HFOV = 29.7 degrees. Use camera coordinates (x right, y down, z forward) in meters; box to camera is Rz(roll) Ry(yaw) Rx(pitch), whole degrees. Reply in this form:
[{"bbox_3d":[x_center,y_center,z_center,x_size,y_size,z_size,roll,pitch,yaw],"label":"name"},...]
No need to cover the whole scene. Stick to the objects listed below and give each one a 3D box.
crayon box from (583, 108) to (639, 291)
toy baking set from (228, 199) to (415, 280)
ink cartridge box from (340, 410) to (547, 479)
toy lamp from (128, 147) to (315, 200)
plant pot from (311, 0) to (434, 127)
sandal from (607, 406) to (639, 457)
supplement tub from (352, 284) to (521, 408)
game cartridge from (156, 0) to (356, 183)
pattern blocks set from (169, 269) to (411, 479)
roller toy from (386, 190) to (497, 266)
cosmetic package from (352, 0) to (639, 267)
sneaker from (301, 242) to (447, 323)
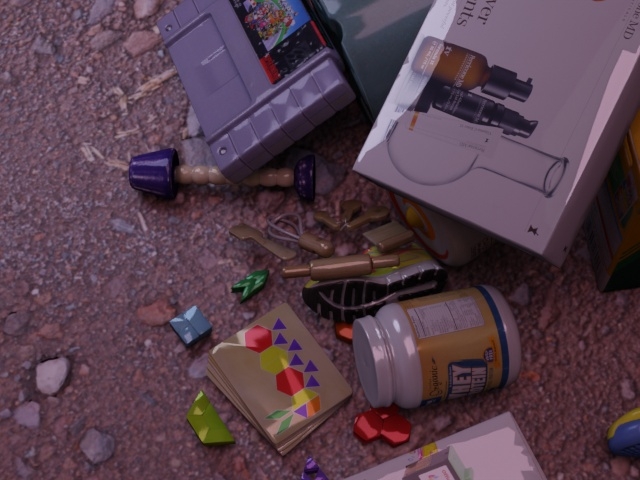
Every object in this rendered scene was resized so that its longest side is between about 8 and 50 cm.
[{"bbox_3d":[0.421,-0.083,1.629,0.083,0.323,0.203,-8,67,-1],"label":"crayon box"},{"bbox_3d":[0.002,0.003,1.723,0.256,0.030,0.196,-9,27,-5],"label":"toy baking set"},{"bbox_3d":[0.133,0.339,1.526,0.278,0.201,0.117,-21,67,-6],"label":"ink cartridge box"},{"bbox_3d":[-0.146,-0.099,1.798,0.275,0.080,0.080,0,67,2],"label":"toy lamp"},{"bbox_3d":[0.177,-0.341,1.768,0.334,0.341,0.341,-25,68,0],"label":"plant pot"},{"bbox_3d":[0.535,0.288,1.577,0.317,0.126,0.138,6,71,7],"label":"sandal"},{"bbox_3d":[0.155,0.146,1.629,0.200,0.144,0.144,-11,66,-11],"label":"supplement tub"},{"bbox_3d":[-0.103,-0.276,1.797,0.230,0.068,0.355,-38,51,15],"label":"game cartridge"},{"bbox_3d":[-0.054,0.193,1.690,0.285,0.026,0.324,-24,66,-13],"label":"pattern blocks set"},{"bbox_3d":[0.183,-0.066,1.703,0.146,0.209,0.191,-35,109,-11],"label":"roller toy"},{"bbox_3d":[0.248,-0.195,1.507,0.284,0.097,0.377,26,91,27],"label":"cosmetic package"},{"bbox_3d":[0.069,0.053,1.723,0.209,0.081,0.094,-9,43,-16],"label":"sneaker"}]
